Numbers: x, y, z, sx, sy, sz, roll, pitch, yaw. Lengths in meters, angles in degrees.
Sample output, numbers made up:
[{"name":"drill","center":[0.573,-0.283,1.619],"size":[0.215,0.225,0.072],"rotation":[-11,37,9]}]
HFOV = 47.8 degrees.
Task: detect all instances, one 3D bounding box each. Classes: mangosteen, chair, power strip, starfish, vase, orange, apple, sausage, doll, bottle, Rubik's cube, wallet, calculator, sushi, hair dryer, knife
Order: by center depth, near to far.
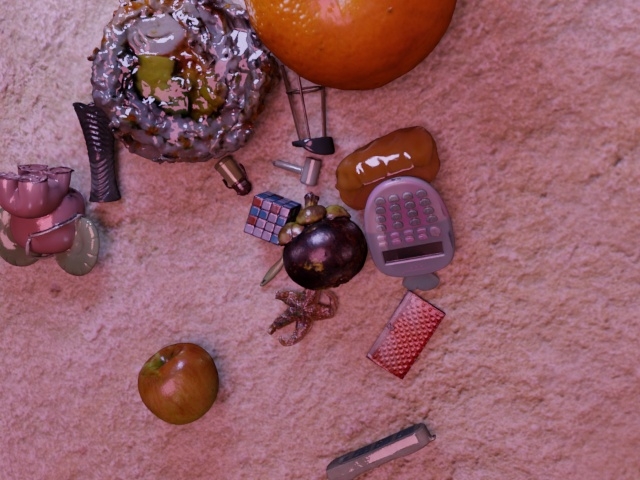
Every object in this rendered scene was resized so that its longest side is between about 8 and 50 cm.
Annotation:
[{"name":"orange","center":[0.059,-0.506,1.407],"size":[0.424,0.326,0.423],"rotation":[8,121,14]},{"name":"sausage","center":[0.140,-0.153,1.557],"size":[0.241,0.120,0.136],"rotation":[-25,49,16]},{"name":"calculator","center":[0.193,-0.009,1.561],"size":[0.186,0.041,0.298],"rotation":[-11,125,11]},{"name":"sushi","center":[-0.303,-0.353,1.568],"size":[0.418,0.176,0.417],"rotation":[-1,100,-7]},{"name":"mangosteen","center":[0.000,0.000,1.592],"size":[0.192,0.192,0.217],"rotation":[-24,81,18]},{"name":"chair","center":[-0.033,-0.290,1.597],"size":[0.095,0.104,0.221],"rotation":[-9,94,42]},{"name":"hair dryer","center":[-0.060,-0.171,1.655],"size":[0.125,0.038,0.063],"rotation":[19,103,18]},{"name":"Rubik's cube","center":[-0.109,-0.052,1.656],"size":[0.092,0.092,0.092],"rotation":[22,105,10]},{"name":"wallet","center":[0.195,0.219,1.665],"size":[0.103,0.020,0.196],"rotation":[32,107,7]},{"name":"bottle","center":[-0.201,-0.147,1.690],"size":[0.101,0.047,0.063],"rotation":[51,144,-3]},{"name":"power strip","center":[0.138,0.503,1.704],"size":[0.286,0.080,0.048],"rotation":[-27,91,17]},{"name":"knife","center":[-0.081,0.033,1.707],"size":[0.030,0.014,0.207],"rotation":[43,106,3]},{"name":"starfish","center":[-0.040,0.155,1.711],"size":[0.150,0.053,0.209],"rotation":[25,102,-4]},{"name":"vase","center":[-0.526,-0.213,1.736],"size":[0.116,0.115,0.237],"rotation":[2,105,14]},{"name":"apple","center":[-0.339,0.348,1.745],"size":[0.196,0.196,0.195],"rotation":[3,101,14]},{"name":"doll","center":[-0.676,-0.044,1.745],"size":[0.285,0.216,0.268],"rotation":[7,108,11]}]
